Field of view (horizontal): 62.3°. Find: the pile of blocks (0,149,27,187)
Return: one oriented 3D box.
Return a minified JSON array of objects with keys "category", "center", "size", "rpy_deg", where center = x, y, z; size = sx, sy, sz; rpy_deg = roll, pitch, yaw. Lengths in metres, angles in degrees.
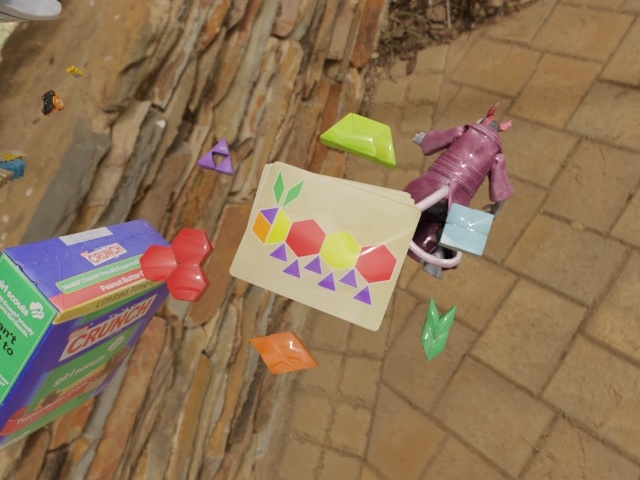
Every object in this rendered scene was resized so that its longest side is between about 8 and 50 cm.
[{"category":"pile of blocks","center":[-0.926,-0.163,1.480],"size":[0.149,0.362,0.112],"rpy_deg":[18,109,-2]}]

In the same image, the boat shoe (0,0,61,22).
[{"category":"boat shoe","center":[-0.712,-0.522,1.159],"size":[0.084,0.258,0.095],"rpy_deg":[-28,64,56]}]

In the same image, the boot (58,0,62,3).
[{"category":"boot","center":[-0.400,-0.502,0.791],"size":[0.222,0.118,0.338],"rpy_deg":[-54,24,3]}]

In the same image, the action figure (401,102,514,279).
[{"category":"action figure","center":[0.249,-0.127,1.040],"size":[0.248,0.276,0.370],"rpy_deg":[33,88,14]}]

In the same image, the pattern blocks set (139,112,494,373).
[{"category":"pattern blocks set","center":[0.000,0.000,0.564],"size":[0.325,0.026,0.285],"rpy_deg":[28,83,11]}]

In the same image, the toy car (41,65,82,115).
[{"category":"toy car","center":[-0.556,-0.318,1.155],"size":[0.122,0.040,0.060],"rpy_deg":[-33,67,18]}]

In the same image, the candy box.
[{"category":"candy box","center":[-0.375,0.136,0.775],"size":[0.122,0.268,0.317],"rpy_deg":[40,110,9]}]
